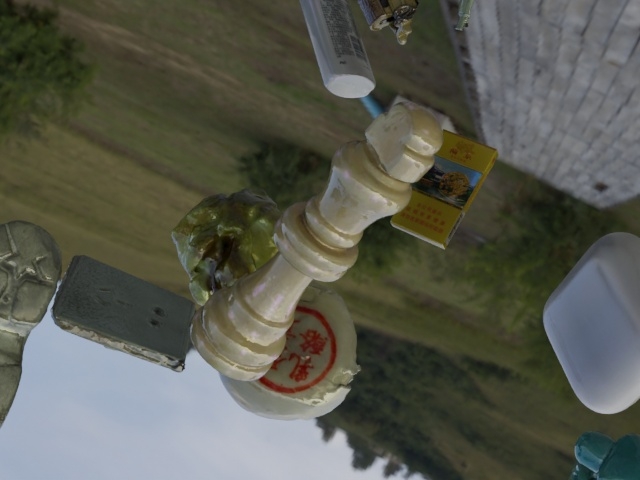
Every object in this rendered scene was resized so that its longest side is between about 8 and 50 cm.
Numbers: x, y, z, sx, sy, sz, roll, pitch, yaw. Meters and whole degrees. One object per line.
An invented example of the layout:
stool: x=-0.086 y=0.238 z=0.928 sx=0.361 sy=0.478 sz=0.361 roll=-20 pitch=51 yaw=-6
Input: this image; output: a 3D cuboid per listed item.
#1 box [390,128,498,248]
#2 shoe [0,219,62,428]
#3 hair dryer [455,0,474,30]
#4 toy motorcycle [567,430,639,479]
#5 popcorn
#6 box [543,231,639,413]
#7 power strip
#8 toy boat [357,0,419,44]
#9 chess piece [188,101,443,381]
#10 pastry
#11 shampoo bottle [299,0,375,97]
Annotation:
box: x=0.169 y=-0.072 z=1.303 sx=0.087 sy=0.155 sz=0.023 roll=24 pitch=167 yaw=30
shoe: x=-0.456 y=0.140 z=1.227 sx=0.132 sy=0.342 sz=0.210 roll=30 pitch=163 yaw=-25
hair dryer: x=0.290 y=-0.583 z=1.979 sx=0.219 sy=0.225 sz=0.088 roll=44 pitch=-179 yaw=5
toy motorcycle: x=0.350 y=0.263 z=0.962 sx=0.198 sy=0.109 sz=0.296 roll=45 pitch=163 yaw=-18
popcorn: x=-0.180 y=0.027 z=1.933 sx=0.276 sy=0.225 sz=0.276 roll=6 pitch=-156 yaw=-2
box: x=0.586 y=0.169 z=1.914 sx=0.141 sy=0.349 sz=0.289 roll=-10 pitch=-120 yaw=-20
power strip: x=-0.298 y=0.122 z=1.434 sx=0.213 sy=0.064 sz=0.198 roll=23 pitch=-156 yaw=-11
toy boat: x=0.094 y=-0.435 z=1.599 sx=0.068 sy=0.088 sz=0.226 roll=111 pitch=137 yaw=-77
chess piece: x=0.000 y=0.000 z=1.087 sx=0.117 sy=0.397 sz=0.117 roll=30 pitch=-149 yaw=-20
pastry: x=-0.057 y=0.185 z=1.651 sx=0.265 sy=0.265 sz=0.133 roll=27 pitch=159 yaw=5
shampoo bottle: x=0.019 y=-0.327 z=1.476 sx=0.086 sy=0.056 sz=0.227 roll=7 pitch=-124 yaw=-38
